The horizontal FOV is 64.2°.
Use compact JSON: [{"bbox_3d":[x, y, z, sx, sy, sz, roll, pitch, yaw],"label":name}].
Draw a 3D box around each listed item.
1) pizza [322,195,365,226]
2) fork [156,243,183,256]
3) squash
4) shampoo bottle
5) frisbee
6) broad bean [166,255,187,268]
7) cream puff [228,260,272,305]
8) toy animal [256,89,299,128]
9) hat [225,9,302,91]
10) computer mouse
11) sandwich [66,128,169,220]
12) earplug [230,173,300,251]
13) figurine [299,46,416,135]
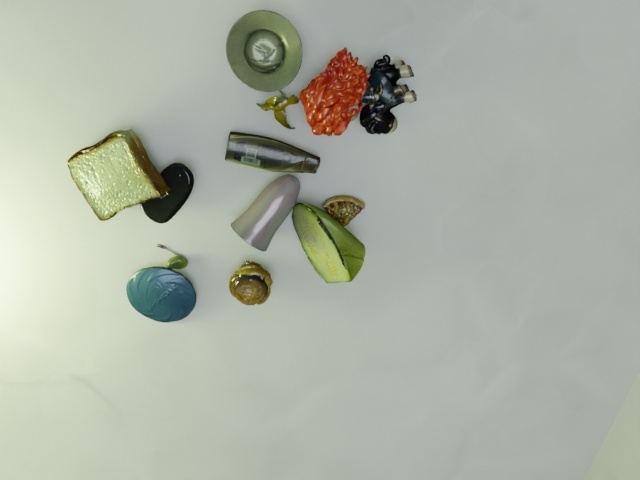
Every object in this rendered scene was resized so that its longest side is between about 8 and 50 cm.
[{"bbox_3d":[0.097,-0.115,2.043,0.174,0.046,0.134,-7,114,-2],"label":"pizza"},{"bbox_3d":[-0.611,0.041,2.071,0.115,0.012,0.016,27,113,-21],"label":"fork"},{"bbox_3d":[0.000,0.000,1.988,0.308,0.233,0.210,35,69,-23],"label":"squash"},{"bbox_3d":[-0.176,-0.317,1.911,0.349,0.084,0.126,10,115,-10],"label":"shampoo bottle"},{"bbox_3d":[-0.659,0.235,2.108,0.289,0.049,0.290,0,121,0],"label":"frisbee"},{"bbox_3d":[-0.583,0.091,2.077,0.083,0.045,0.063,-4,125,-9],"label":"broad bean"},{"bbox_3d":[-0.285,0.170,2.091,0.188,0.130,0.189,-1,123,-2],"label":"cream puff"},{"bbox_3d":[-0.155,-0.494,1.843,0.095,0.155,0.219,-55,152,-7],"label":"toy animal"},{"bbox_3d":[-0.188,-0.644,1.741,0.256,0.130,0.258,-2,113,-4],"label":"hat"},{"bbox_3d":[-0.567,-0.186,1.931,0.137,0.086,0.269,44,112,-3],"label":"computer mouse"},{"bbox_3d":[-0.743,-0.236,1.856,0.300,0.099,0.272,-20,104,20],"label":"sandwich"},{"bbox_3d":[-0.189,-0.127,1.964,0.172,0.172,0.301,36,99,-18],"label":"earplug"},{"bbox_3d":[0.140,-0.506,1.802,0.411,0.241,0.306,0,138,-24],"label":"figurine"}]
